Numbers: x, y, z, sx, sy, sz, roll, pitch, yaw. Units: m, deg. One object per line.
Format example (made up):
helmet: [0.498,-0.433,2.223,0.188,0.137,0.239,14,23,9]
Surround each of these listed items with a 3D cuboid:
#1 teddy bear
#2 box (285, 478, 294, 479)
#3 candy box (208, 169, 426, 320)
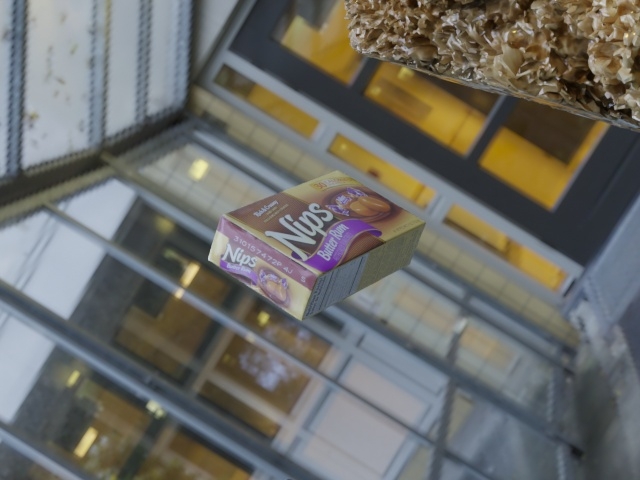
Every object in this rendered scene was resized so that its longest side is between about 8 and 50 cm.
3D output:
teddy bear: [0.137,-0.116,0.619,0.338,0.245,0.113,-140,67,-72]
box: [0.042,0.301,0.900,0.203,0.168,0.167,8,60,49]
candy box: [0.000,0.000,1.135,0.187,0.109,0.053,-22,-41,-53]
